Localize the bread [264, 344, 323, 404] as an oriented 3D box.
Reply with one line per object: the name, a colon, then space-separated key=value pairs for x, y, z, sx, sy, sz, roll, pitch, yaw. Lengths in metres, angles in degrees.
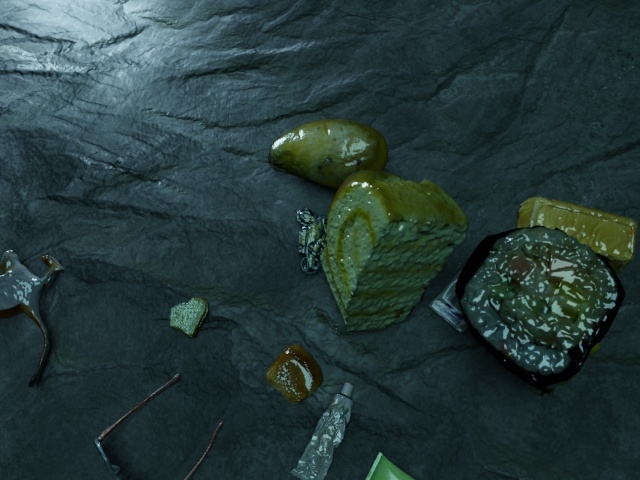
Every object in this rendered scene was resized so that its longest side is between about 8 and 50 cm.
bread: x=-0.065 y=0.339 z=1.289 sx=0.129 sy=0.044 sz=0.126 roll=43 pitch=81 yaw=11

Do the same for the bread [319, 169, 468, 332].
bread: x=0.138 y=0.010 z=1.253 sx=0.240 sy=0.395 sz=0.264 roll=-4 pitch=46 yaw=-28

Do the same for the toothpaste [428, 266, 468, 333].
toothpaste: x=0.415 y=0.103 z=1.328 sx=0.282 sy=0.068 sz=0.099 roll=-49 pitch=46 yaw=-1

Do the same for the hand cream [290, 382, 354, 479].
hand cream: x=0.019 y=0.468 z=1.243 sx=0.084 sy=0.050 sz=0.256 roll=27 pitch=79 yaw=8

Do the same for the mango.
mango: x=0.022 y=-0.239 z=1.409 sx=0.330 sy=0.175 sz=0.176 roll=11 pitch=40 yaw=27

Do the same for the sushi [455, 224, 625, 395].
sushi: x=0.495 y=0.161 z=1.195 sx=0.329 sy=0.285 sz=0.327 roll=30 pitch=80 yaw=26

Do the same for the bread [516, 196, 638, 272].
bread: x=0.659 y=-0.020 z=1.315 sx=0.289 sy=0.119 sz=0.152 roll=14 pitch=77 yaw=9

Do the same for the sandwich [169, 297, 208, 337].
sandwich: x=-0.348 y=0.195 z=1.353 sx=0.093 sy=0.035 sz=0.104 roll=27 pitch=75 yaw=12

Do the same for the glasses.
glasses: x=-0.392 y=0.501 z=1.263 sx=0.234 sy=0.118 sz=0.268 roll=41 pitch=59 yaw=16

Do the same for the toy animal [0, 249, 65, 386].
toy animal: x=-0.772 y=0.177 z=1.342 sx=0.284 sy=0.225 sz=0.302 roll=36 pitch=66 yaw=-6

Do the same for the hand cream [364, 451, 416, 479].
hand cream: x=0.193 y=0.586 z=1.197 sx=0.175 sy=0.046 sz=0.095 roll=27 pitch=77 yaw=18

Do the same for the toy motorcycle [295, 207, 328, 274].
toy motorcycle: x=0.000 y=0.000 z=1.381 sx=0.124 sy=0.061 sz=0.193 roll=-4 pitch=73 yaw=-5
